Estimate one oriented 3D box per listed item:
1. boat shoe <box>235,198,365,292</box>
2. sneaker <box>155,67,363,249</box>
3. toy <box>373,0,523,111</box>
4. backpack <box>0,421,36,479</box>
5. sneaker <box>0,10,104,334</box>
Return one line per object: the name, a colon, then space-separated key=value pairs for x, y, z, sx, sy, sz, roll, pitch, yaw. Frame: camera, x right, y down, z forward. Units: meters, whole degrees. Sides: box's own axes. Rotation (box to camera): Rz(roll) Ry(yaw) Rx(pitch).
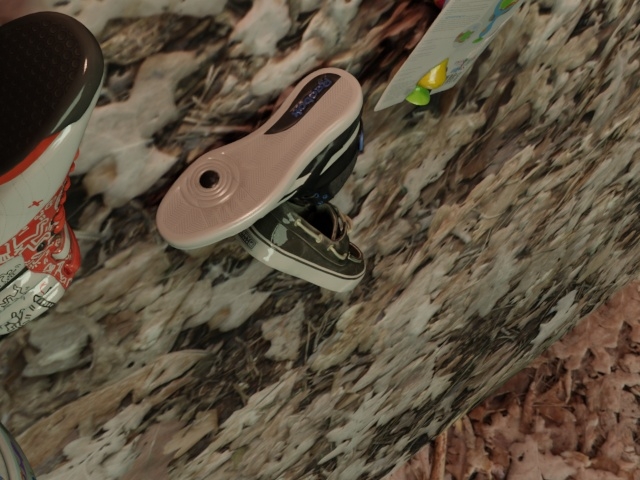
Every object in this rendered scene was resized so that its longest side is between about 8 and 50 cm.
boat shoe: x=0.000 y=0.000 z=1.086 sx=0.070 sy=0.078 sz=0.219 roll=-48 pitch=154 yaw=13
sneaker: x=-0.040 y=-0.047 z=0.940 sx=0.217 sy=0.079 sz=0.121 roll=-40 pitch=155 yaw=-11
toy: x=0.134 y=-0.223 z=0.949 sx=0.137 sy=0.056 sz=0.237 roll=-22 pitch=154 yaw=-46
backpack: x=-0.329 y=0.194 z=0.720 sx=0.253 sy=0.225 sz=0.191 roll=-37 pitch=161 yaw=-22
sneaker: x=-0.203 y=-0.032 z=0.704 sx=0.270 sy=0.090 sz=0.145 roll=-47 pitch=157 yaw=18
